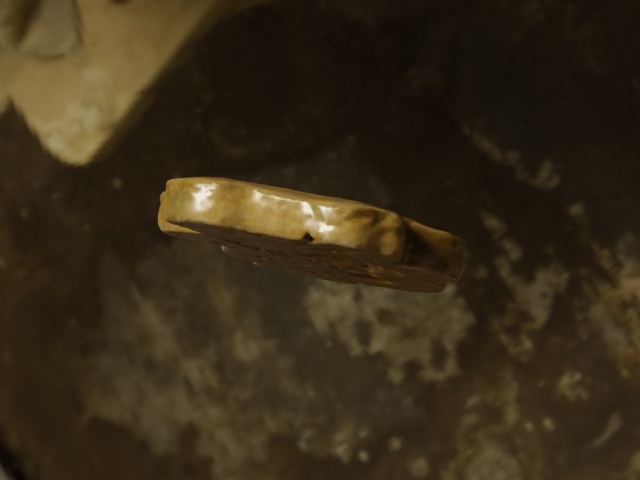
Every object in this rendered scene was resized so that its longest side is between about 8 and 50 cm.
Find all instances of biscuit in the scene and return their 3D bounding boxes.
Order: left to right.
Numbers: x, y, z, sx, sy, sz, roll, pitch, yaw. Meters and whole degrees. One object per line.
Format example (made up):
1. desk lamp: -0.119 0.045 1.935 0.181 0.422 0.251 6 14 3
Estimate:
1. biscuit: 0.001 -0.003 1.081 0.184 0.249 0.035 9 84 16
